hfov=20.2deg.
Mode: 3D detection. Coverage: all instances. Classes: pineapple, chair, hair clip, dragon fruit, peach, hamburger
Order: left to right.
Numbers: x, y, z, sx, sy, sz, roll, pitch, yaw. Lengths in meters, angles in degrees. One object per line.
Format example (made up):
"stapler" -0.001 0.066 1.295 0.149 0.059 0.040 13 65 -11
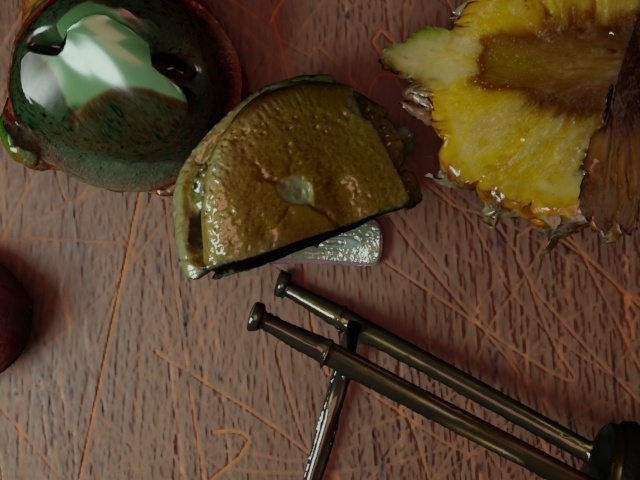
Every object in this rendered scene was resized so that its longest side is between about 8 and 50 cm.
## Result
"peach" -0.385 0.081 1.960 0.152 0.152 0.152 0 92 7
"dragon fruit" -0.214 -0.176 1.910 0.295 0.130 0.268 44 104 -11
"hamburger" -0.031 -0.076 1.852 0.288 0.168 0.192 -19 83 -22
"hair clip" 0.000 0.000 1.962 0.137 0.022 0.054 1 94 2
"chair" 0.094 0.270 1.803 0.410 0.364 0.361 16 94 2
"pineapple" 0.222 -0.141 1.882 0.286 0.209 0.344 7 67 33
